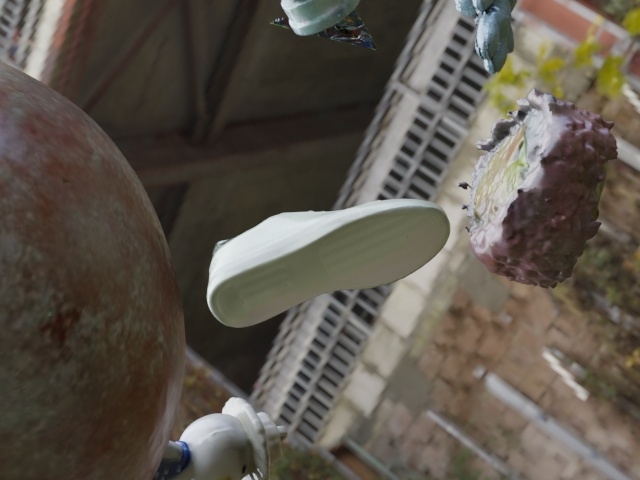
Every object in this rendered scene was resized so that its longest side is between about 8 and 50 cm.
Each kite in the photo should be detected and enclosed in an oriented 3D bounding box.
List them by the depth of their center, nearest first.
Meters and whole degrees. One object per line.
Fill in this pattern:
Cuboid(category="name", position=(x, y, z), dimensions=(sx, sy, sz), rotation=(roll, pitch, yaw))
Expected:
Cuboid(category="kite", position=(0.003, -0.155, 0.944), dimensions=(0.090, 0.122, 0.004), rotation=(28, -103, -27))

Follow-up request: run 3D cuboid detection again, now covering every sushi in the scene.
Cuboid(category="sushi", position=(0.194, -0.031, 1.248), dimensions=(0.241, 0.107, 0.161), rotation=(137, 155, -69))

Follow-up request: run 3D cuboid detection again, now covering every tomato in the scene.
Cuboid(category="tomato", position=(-0.224, 0.051, 0.685), dimensions=(0.316, 0.283, 0.317), rotation=(-2, -43, -2))

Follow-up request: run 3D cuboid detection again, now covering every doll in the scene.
Cuboid(category="doll", position=(-0.169, 0.260, 1.553), dimensions=(0.293, 0.119, 0.138), rotation=(-11, -44, -27))
Cuboid(category="doll", position=(0.199, -0.278, 1.629), dimensions=(0.120, 0.075, 0.180), rotation=(63, -144, -48))

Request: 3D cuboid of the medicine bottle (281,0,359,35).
Cuboid(category="medicine bottle", position=(-0.040, -0.206, 0.752), dimensions=(0.051, 0.051, 0.191), rotation=(-45, -60, -20))

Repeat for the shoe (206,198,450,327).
Cuboid(category="shoe", position=(0.000, 0.000, 1.410), dimensions=(0.264, 0.110, 0.095), rotation=(-20, -57, -1))
